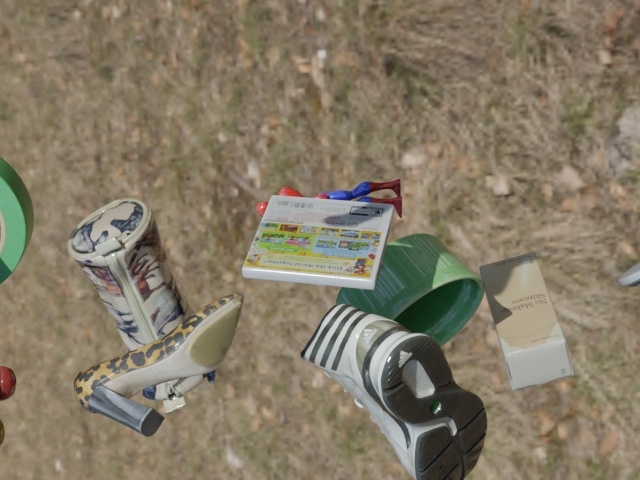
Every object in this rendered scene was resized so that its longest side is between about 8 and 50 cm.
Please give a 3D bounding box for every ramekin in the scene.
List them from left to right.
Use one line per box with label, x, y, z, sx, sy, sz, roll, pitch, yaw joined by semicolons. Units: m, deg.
ramekin;0.176;0.126;2.194;0.148;0.303;0.303;53;155;28

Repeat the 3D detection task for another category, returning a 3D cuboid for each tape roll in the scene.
tape roll;-0.745;-0.042;2.133;0.077;0.321;0.321;-93;2;-65

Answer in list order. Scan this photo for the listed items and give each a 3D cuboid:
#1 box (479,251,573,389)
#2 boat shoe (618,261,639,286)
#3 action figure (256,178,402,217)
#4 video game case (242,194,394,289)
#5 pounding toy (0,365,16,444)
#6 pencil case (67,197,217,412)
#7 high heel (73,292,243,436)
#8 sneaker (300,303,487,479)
box;0.470;0.182;2.444;0.311;0.147;0.121;-98;-10;-52
boat shoe;0.488;0.047;1.534;0.040;0.049;0.142;54;149;0
action figure;0.018;-0.042;2.066;0.091;0.280;0.139;-88;-4;-50
video game case;0.000;0.000;1.823;0.206;0.226;0.026;-72;-18;-48
pounding toy;-0.490;0.252;1.512;0.237;0.110;0.183;-136;55;-61
pencil case;-0.322;0.115;1.944;0.183;0.159;0.410;-122;11;-52
high heel;-0.243;0.154;1.562;0.186;0.261;0.093;16;146;39
sneaker;0.124;0.252;1.826;0.257;0.169;0.448;32;158;42
